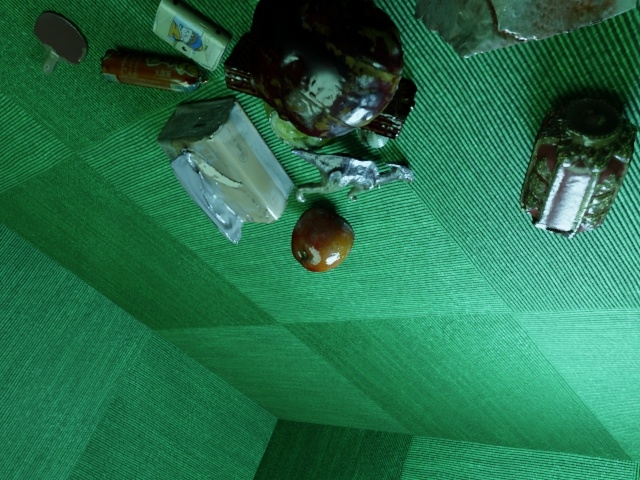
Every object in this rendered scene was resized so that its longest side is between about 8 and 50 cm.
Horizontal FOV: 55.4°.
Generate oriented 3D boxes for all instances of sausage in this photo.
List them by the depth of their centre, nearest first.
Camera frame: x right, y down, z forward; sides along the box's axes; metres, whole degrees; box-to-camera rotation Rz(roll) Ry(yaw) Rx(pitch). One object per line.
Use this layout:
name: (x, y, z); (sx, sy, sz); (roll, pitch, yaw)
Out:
sausage: (-0.374, -0.382, 1.402); (0.263, 0.083, 0.083); (13, 148, 17)

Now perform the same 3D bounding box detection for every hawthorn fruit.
hawthorn fruit: (0.000, 0.000, 1.631); (0.172, 0.173, 0.173); (18, 149, 11)

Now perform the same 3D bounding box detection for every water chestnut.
water chestnut: (0.010, -0.320, 1.026); (0.288, 0.289, 0.244); (9, 147, 25)

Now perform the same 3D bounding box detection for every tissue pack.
tissue pack: (-0.246, -0.161, 1.504); (0.238, 0.239, 0.306); (1, 142, 34)

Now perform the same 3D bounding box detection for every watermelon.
watermelon: (0.269, -0.356, 0.861); (0.310, 0.231, 0.193); (30, 119, 23)

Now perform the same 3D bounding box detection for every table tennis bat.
table tennis bat: (-0.649, -0.475, 1.506); (0.131, 0.022, 0.234); (36, 146, -21)

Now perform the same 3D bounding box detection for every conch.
conch: (0.113, -0.239, 1.294); (0.076, 0.056, 0.086); (16, 120, 45)

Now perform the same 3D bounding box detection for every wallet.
wallet: (-0.274, -0.432, 1.284); (0.155, 0.039, 0.110); (32, 148, -11)

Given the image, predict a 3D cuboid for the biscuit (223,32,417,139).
biscuit: (-0.001, -0.307, 1.216); (0.387, 0.107, 0.073); (19, 150, 10)

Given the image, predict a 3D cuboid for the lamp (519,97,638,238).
lamp: (0.465, -0.128, 1.115); (0.176, 0.177, 0.274); (15, 146, 16)

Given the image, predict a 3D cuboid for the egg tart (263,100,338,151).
egg tart: (-0.046, -0.264, 1.348); (0.197, 0.078, 0.197); (20, 150, 12)

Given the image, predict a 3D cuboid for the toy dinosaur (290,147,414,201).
toy dinosaur: (0.066, -0.151, 1.397); (0.293, 0.077, 0.162); (-2, 155, -19)
